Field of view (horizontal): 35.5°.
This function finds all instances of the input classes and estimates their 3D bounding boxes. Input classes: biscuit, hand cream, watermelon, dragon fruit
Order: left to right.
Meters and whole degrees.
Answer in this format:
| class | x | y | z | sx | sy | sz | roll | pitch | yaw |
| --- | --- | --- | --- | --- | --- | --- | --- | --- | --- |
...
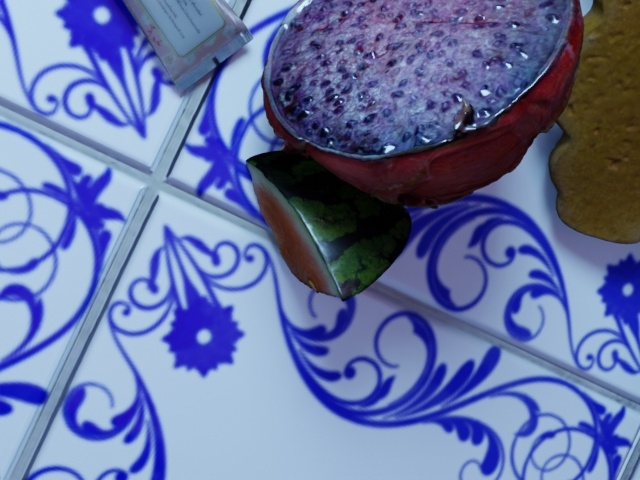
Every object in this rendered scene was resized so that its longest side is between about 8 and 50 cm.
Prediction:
| class | x | y | z | sx | sy | sz | roll | pitch | yaw |
| --- | --- | --- | --- | --- | --- | --- | --- | --- | --- |
| hand cream | -0.129 | -0.205 | 0.681 | 0.067 | 0.043 | 0.209 | -38 | 114 | -8 |
| watermelon | 0.000 | 0.000 | 0.732 | 0.125 | 0.135 | 0.094 | 21 | 127 | -24 |
| dragon fruit | 0.084 | -0.102 | 0.709 | 0.148 | 0.218 | 0.223 | 58 | 35 | -47 |
| biscuit | 0.265 | -0.130 | 0.764 | 0.186 | 0.044 | 0.295 | 21 | 121 | -2 |
